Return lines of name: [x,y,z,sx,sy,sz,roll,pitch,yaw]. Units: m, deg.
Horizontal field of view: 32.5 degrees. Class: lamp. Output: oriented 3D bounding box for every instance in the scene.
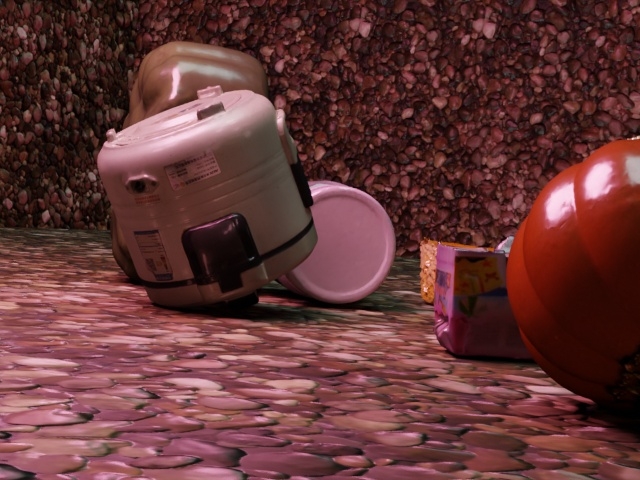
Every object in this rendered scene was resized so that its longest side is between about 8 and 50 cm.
lamp: [0.235,0.024,0.725,0.223,0.196,0.223,-2,-37,-2]

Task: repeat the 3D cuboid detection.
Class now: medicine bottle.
medicine bottle: [0.000,0.000,1.507,0.165,0.165,0.273,4,3,-10]

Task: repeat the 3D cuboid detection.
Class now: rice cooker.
rice cooker: [-0.121,-0.040,1.243,0.226,0.244,0.226,-14,16,4]

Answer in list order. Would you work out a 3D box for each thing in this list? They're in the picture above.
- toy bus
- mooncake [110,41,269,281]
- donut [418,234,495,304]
toy bus: [0.244,0.057,1.018,0.274,0.112,0.090,4,1,-5]
mooncake: [-0.194,-0.107,1.564,0.187,0.351,0.351,6,1,-14]
donut: [0.242,0.050,1.494,0.152,0.101,0.259,5,1,-14]
